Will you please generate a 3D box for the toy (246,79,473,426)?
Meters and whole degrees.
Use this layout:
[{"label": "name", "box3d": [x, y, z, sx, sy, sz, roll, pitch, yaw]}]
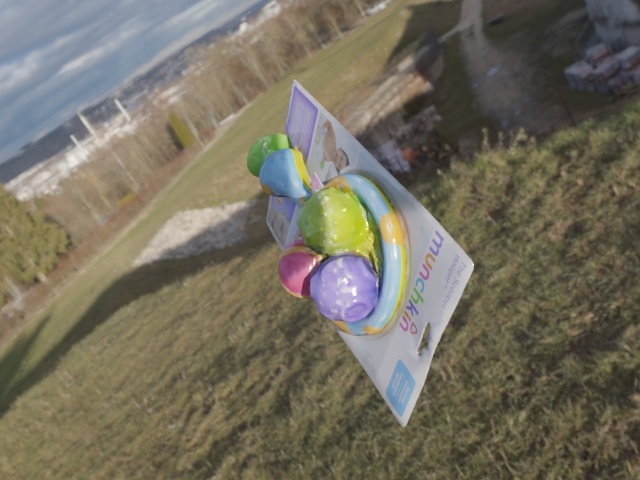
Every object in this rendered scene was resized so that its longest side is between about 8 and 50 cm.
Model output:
[{"label": "toy", "box3d": [0.000, 0.000, 0.500, 0.056, 0.137, 0.237, -4, 38, -26]}]
